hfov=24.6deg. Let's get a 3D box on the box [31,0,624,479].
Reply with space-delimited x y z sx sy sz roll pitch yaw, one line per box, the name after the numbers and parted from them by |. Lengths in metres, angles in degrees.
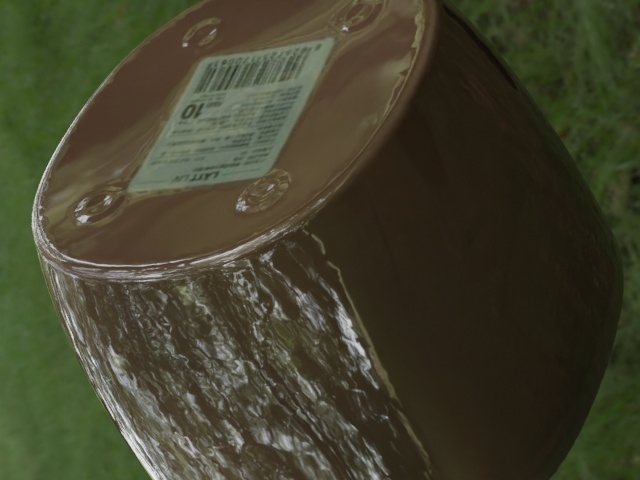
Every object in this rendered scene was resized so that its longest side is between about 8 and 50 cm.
0.000 0.000 0.802 0.216 0.301 0.301 60 172 -35 | box
